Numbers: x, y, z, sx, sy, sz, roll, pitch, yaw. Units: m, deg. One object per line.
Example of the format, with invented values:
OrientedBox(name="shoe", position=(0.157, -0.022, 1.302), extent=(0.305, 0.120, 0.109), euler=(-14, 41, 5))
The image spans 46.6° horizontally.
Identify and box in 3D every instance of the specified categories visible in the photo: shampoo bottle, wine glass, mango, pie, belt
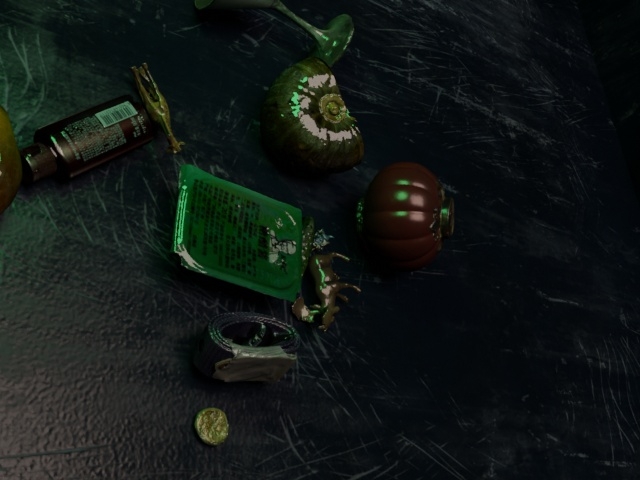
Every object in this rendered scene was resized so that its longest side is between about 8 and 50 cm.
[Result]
OrientedBox(name="shampoo bottle", position=(-0.512, -0.213, 1.608), extent=(0.323, 0.084, 0.129), euler=(-40, 105, -45))
OrientedBox(name="wine glass", position=(-0.116, -0.657, 2.088), extent=(0.406, 0.267, 0.267), euler=(26, 52, -33))
OrientedBox(name="mango", position=(-0.642, -0.139, 1.425), extent=(0.133, 0.111, 0.267), euler=(-3, 67, 4))
OrientedBox(name="pie", position=(-0.228, 0.389, 1.553), extent=(0.084, 0.021, 0.084), euler=(22, 54, -35))
OrientedBox(name="belt", position=(-0.163, 0.242, 1.623), extent=(0.231, 0.126, 0.139), euler=(7, 39, -37))

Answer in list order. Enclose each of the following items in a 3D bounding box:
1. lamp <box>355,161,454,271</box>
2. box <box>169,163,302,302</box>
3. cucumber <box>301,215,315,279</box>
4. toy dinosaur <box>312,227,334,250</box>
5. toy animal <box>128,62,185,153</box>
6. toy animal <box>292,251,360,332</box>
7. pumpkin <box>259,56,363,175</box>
OrientedBox(name="lamp", position=(0.233, -0.063, 2.032), extent=(0.303, 0.257, 0.303), euler=(1, 90, -70))
OrientedBox(name="box", position=(-0.205, 0.003, 1.733), extent=(0.337, 0.106, 0.264), euler=(22, 54, -31))
OrientedBox(name="cucumber", position=(-0.056, 0.031, 1.874), extent=(0.069, 0.069, 0.227), euler=(31, 51, -24))
OrientedBox(name="toy dinosaur", position=(0.000, 0.000, 1.963), extent=(0.083, 0.031, 0.047), euler=(-36, 93, -45))
OrientedBox(name="toy animal", position=(-0.381, -0.304, 1.741), extent=(0.054, 0.149, 0.275), euler=(-23, 74, -7))
OrientedBox(name="toy animal", position=(0.008, 0.132, 1.865), extent=(0.186, 0.094, 0.214), euler=(3, 58, -45))
OrientedBox(name="pumpkin", position=(-0.053, -0.311, 2.000), extent=(0.232, 0.242, 0.324), euler=(-23, 87, -16))
